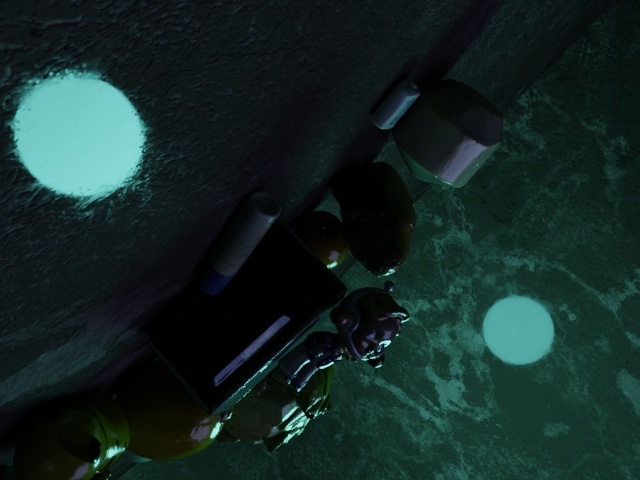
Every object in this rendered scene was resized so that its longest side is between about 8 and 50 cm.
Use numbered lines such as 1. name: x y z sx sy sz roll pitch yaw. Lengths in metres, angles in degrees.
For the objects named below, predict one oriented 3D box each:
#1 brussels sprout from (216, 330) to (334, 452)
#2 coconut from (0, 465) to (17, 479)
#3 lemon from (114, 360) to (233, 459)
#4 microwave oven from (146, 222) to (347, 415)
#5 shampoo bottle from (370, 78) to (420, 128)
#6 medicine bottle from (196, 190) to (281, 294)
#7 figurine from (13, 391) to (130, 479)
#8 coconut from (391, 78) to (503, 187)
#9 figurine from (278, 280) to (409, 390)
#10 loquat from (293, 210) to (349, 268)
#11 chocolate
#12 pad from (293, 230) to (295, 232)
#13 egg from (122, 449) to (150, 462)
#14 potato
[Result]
1. brussels sprout: -0.164 0.403 1.782 0.361 0.426 0.342 -65 154 -65
2. coconut: -0.602 0.579 1.170 0.244 0.239 0.239 -39 171 -23
3. lemon: -0.350 0.393 1.376 0.263 0.235 0.236 6 148 -21
4. microwave oven: -0.148 0.160 1.231 0.355 0.218 0.286 -42 169 -10
5. shampoo bottle: 0.144 -0.258 1.099 0.099 0.043 0.072 -49 170 33
6. medicine bottle: -0.147 0.009 1.024 0.059 0.059 0.231 -32 167 -51
7. figurine: -0.469 0.399 1.094 0.218 0.169 0.327 -47 173 -5
8. coconut: 0.268 -0.225 1.281 0.241 0.241 0.241 -42 171 -8
9. figurine: 0.050 0.201 1.183 0.194 0.133 0.274 26 114 -34
10. loquat: 0.000 0.000 1.392 0.141 0.141 0.141 -42 171 -8
11. chocolate: 0.078 -0.100 1.319 0.125 0.148 0.080 16 132 -34
12. pad: -0.059 -0.009 1.522 0.113 0.006 0.188 -43 171 1
13. egg: -0.550 0.620 1.872 0.192 0.149 0.149 -32 166 -44
14. potato: 0.139 -0.048 1.421 0.141 0.296 0.192 22 140 -38
